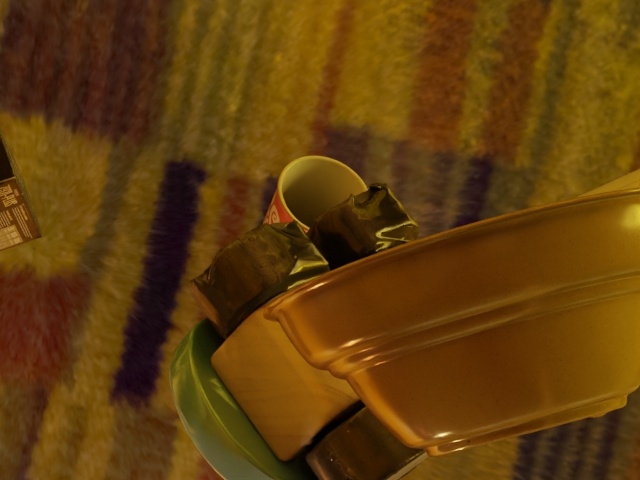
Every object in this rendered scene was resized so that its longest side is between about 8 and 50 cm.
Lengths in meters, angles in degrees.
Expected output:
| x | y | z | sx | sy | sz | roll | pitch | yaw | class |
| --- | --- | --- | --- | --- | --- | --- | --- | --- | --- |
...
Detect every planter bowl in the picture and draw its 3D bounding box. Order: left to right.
| x | y | z | sx | sy | sz | roll | pitch | yaw | class |
| --- | --- | --- | --- | --- | --- | --- | --- | --- | --- |
| 0.088 | 0.050 | 0.602 | 0.217 | 0.217 | 0.090 | -13 | 79 | -13 | planter bowl |

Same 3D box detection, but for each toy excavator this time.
| x | y | z | sx | sy | sz | roll | pitch | yaw | class |
| --- | --- | --- | --- | --- | --- | --- | --- | --- | --- |
| -0.013 | 0.163 | 1.192 | 0.433 | 0.445 | 0.222 | -19 | 69 | -52 | toy excavator |

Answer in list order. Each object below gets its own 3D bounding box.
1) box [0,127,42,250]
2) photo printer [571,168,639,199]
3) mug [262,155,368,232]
| x | y | z | sx | sy | sz | roll | pitch | yaw | class |
| --- | --- | --- | --- | --- | --- | --- | --- | --- | --- |
| -0.383 | -0.042 | 1.300 | 0.147 | 0.180 | 0.077 | -19 | 73 | -9 | box |
| 0.336 | 0.044 | 1.662 | 0.107 | 0.307 | 0.256 | 44 | 55 | -13 | photo printer |
| -0.006 | 0.005 | 1.477 | 0.150 | 0.169 | 0.113 | 35 | 51 | 3 | mug |
